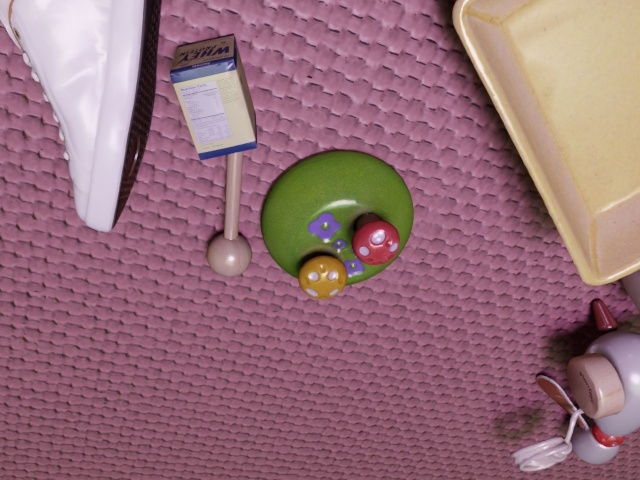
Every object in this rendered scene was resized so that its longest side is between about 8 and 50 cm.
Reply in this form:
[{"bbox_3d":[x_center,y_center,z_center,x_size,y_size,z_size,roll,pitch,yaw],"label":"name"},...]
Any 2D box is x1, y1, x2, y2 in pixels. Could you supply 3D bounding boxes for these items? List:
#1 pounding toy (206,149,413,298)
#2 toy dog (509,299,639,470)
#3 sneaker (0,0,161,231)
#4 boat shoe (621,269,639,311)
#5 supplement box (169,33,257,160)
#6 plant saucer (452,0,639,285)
[{"bbox_3d":[0.000,0.000,0.588,0.236,0.110,0.183,8,123,-14],"label":"pounding toy"},{"bbox_3d":[0.422,0.215,0.806,0.220,0.161,0.334,3,139,-14],"label":"toy dog"},{"bbox_3d":[-0.212,-0.151,0.464,0.123,0.106,0.290,9,113,-10],"label":"sneaker"},{"bbox_3d":[0.427,0.047,0.602,0.091,0.109,0.305,-29,169,10],"label":"boat shoe"},{"bbox_3d":[-0.096,-0.134,0.494,0.056,0.083,0.083,-12,127,0],"label":"supplement box"},{"bbox_3d":[0.334,-0.169,0.503,0.332,0.081,0.333,-30,110,13],"label":"plant saucer"}]
